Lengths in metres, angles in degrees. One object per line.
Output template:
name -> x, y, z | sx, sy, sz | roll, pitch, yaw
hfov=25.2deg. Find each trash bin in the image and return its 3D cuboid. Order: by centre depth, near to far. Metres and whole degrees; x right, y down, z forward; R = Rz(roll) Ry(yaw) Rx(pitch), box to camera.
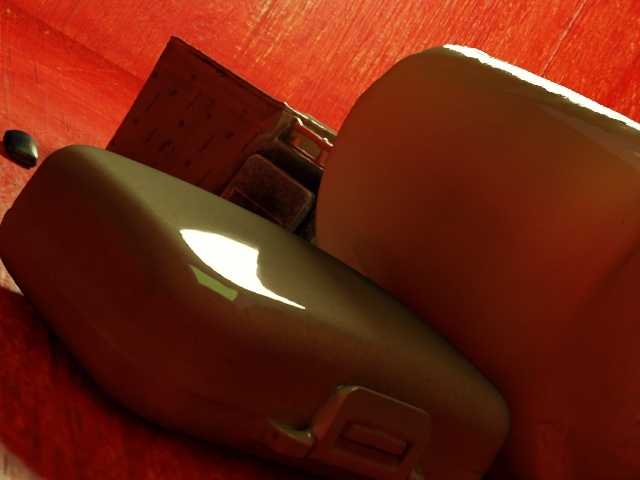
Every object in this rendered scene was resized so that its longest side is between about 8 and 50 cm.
trash bin -> 0.000, 0.000, 1.538 | 0.161, 0.184, 0.239 | 37, 2, 38

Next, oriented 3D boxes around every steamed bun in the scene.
steamed bun -> 0.184, 0.060, 1.313 | 0.371, 0.290, 0.456 | 36, -16, 40

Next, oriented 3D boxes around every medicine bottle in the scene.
medicine bottle -> -0.038, 0.066, 1.027 | 0.375, 0.123, 0.282 | 27, 11, -44

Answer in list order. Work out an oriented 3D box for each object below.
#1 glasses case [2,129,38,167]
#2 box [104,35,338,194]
glasses case -> -0.309, -0.099, 1.480 | 0.033, 0.023, 0.083 | 31, 5, -22
box -> -0.078, -0.087, 1.772 | 0.225, 0.190, 0.297 | 36, 6, 37
